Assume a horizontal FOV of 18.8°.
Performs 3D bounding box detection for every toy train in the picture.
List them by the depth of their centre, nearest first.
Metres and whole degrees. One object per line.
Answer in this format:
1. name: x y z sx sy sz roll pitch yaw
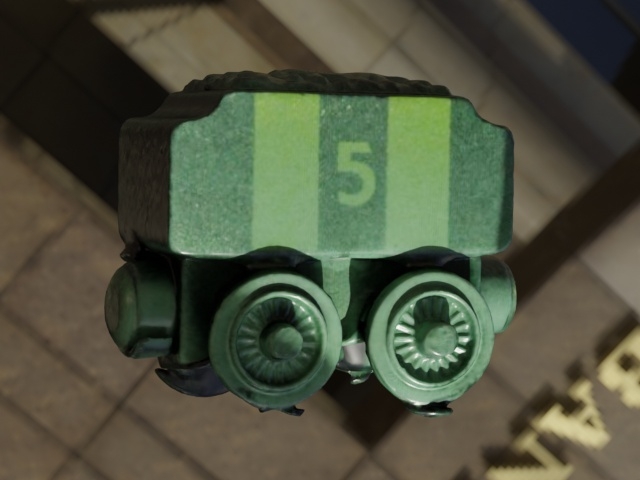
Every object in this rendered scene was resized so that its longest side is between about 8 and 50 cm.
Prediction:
1. toy train: 0.000 0.000 1.350 0.167 0.299 0.238 -172 -98 -66
